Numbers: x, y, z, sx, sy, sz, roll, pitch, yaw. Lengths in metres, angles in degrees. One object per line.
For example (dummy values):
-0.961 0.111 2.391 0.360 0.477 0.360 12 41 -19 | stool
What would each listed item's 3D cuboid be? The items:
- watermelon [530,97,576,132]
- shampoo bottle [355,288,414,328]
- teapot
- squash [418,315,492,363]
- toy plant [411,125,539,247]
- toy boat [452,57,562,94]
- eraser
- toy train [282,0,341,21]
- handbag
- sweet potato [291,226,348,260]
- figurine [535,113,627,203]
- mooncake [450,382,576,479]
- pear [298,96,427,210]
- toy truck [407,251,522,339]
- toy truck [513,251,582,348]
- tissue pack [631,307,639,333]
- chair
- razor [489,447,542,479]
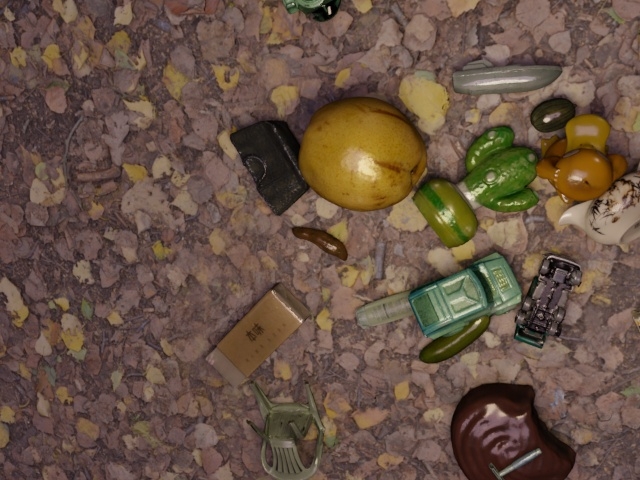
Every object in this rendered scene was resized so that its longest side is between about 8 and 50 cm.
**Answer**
0.572 -0.308 1.520 0.111 0.078 0.078 -17 99 15 | watermelon
0.204 0.191 1.759 0.212 0.049 0.072 -18 94 18 | shampoo bottle
0.737 -0.097 1.479 0.300 0.208 0.166 -44 47 3 | teapot
0.382 0.270 1.722 0.258 0.069 0.069 -41 91 21 | squash
0.407 -0.130 1.568 0.316 0.184 0.224 -38 74 10 | toy plant
0.457 -0.409 1.528 0.261 0.078 0.085 0 81 18 | toy boat
-0.193 0.291 1.877 0.144 0.078 0.343 44 110 2 | eraser
0.023 -0.691 1.529 0.299 0.167 0.238 -19 93 18 | toy train
-0.131 -0.214 1.736 0.175 0.089 0.270 -27 96 27 | handbag
0.000 -0.002 1.764 0.182 0.054 0.053 27 100 10 | sweet potato
0.609 -0.177 1.460 0.215 0.228 0.215 -2 80 11 | figurine
0.527 0.564 1.705 0.334 0.174 0.325 1 102 16 | mooncake
0.103 -0.211 1.556 0.314 0.314 0.314 4 105 14 | pear
0.375 0.148 1.614 0.279 0.156 0.155 -25 74 12 | toy truck
0.583 0.155 1.610 0.114 0.124 0.253 19 106 9 | toy truck
0.834 0.221 1.589 0.042 0.062 0.083 -25 96 23 | tissue pack
-0.109 0.579 1.876 0.203 0.190 0.274 -5 131 17 | chair
0.512 0.578 1.605 0.135 0.040 0.068 -37 90 11 | razor
